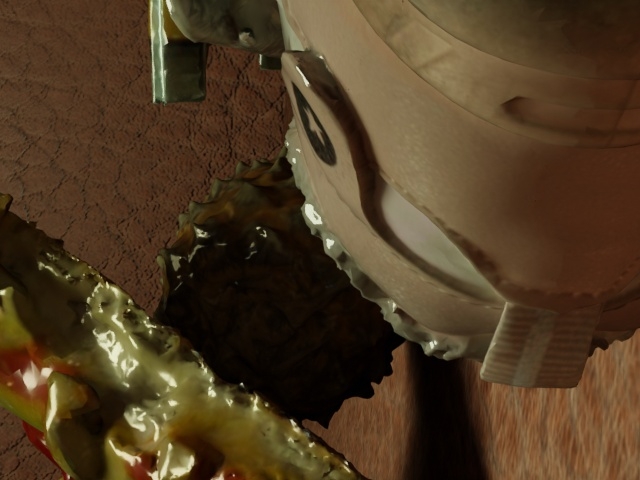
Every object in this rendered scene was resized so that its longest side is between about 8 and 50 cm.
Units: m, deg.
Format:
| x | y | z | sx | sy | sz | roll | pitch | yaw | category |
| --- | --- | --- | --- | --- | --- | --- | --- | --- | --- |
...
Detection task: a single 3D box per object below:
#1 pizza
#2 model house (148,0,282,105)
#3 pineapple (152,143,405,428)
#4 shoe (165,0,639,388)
| x | y | z | sx | sy | sz | roll | pitch | yaw | category |
| --- | --- | --- | --- | --- | --- | --- | --- | --- | --- |
| -0.108 | 0.130 | 0.982 | 0.130 | 0.406 | 0.440 | -46 | 7 | -18 | pizza |
| -0.004 | -0.189 | 0.961 | 0.224 | 0.198 | 0.215 | -105 | 16 | -80 | model house |
| 0.000 | 0.000 | 1.161 | 0.361 | 0.175 | 0.175 | -58 | -24 | -67 | pineapple |
| 0.041 | -0.126 | 0.535 | 0.198 | 0.172 | 0.351 | 98 | 173 | -46 | shoe |
